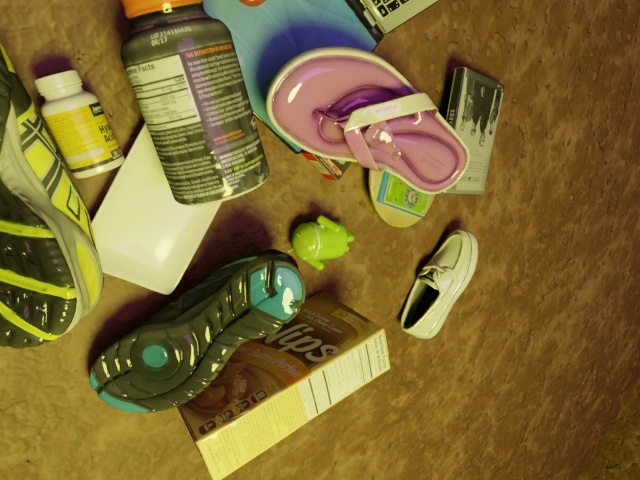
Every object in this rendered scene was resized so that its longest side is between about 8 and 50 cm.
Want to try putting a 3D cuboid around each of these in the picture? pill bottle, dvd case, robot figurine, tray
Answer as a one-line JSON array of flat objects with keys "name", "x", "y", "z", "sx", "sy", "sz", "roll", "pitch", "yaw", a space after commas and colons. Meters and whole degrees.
[{"name": "pill bottle", "x": -0.291, "y": -0.139, "z": 0.530, "sx": 0.065, "sy": 0.065, "sz": 0.116, "roll": -28, "pitch": 118, "yaw": -24}, {"name": "dvd case", "x": 0.312, "y": -0.216, "z": 0.914, "sx": 0.179, "sy": 0.029, "sz": 0.239, "roll": -5, "pitch": 107, "yaw": -45}, {"name": "robot figurine", "x": 0.000, "y": 0.000, "z": 0.764, "sx": 0.115, "sy": 0.067, "sz": 0.101, "roll": -5, "pitch": 136, "yaw": -34}, {"name": "pill bottle", "x": -0.154, "y": -0.176, "z": 0.534, "sx": 0.130, "sy": 0.130, "sz": 0.246, "roll": -25, "pitch": 116, "yaw": -26}, {"name": "tray", "x": -0.216, "y": -0.068, "z": 0.623, "sx": 0.145, "sy": 0.030, "sz": 0.270, "roll": 29, "pitch": 87, "yaw": -37}]

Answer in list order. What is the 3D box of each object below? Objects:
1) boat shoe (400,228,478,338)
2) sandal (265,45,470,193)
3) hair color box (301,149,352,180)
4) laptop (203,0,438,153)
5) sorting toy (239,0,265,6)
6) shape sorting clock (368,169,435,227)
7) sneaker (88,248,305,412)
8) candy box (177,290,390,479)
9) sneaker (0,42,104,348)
[{"name": "boat shoe", "x": 0.253, "y": 0.090, "z": 0.944, "sx": 0.084, "sy": 0.095, "sz": 0.258, "roll": 21, "pitch": 90, "yaw": -40}, {"name": "sandal", "x": 0.114, "y": -0.170, "z": 0.688, "sx": 0.416, "sy": 0.102, "sz": 0.169, "roll": 12, "pitch": 118, "yaw": -36}, {"name": "hair color box", "x": 0.039, "y": -0.180, "z": 0.752, "sx": 0.072, "sy": 0.043, "sz": 0.141, "roll": 41, "pitch": 79, "yaw": -34}, {"name": "laptop", "x": 0.015, "y": -0.385, "z": 0.567, "sx": 0.382, "sy": 0.407, "sz": 0.236, "roll": 39, "pitch": 47, "yaw": -36}, {"name": "sorting toy", "x": -0.107, "y": -0.335, "z": 0.539, "sx": 0.061, "sy": 0.042, "sz": 0.102, "roll": -37, "pitch": 117, "yaw": -6}, {"name": "shape sorting clock", "x": 0.165, "y": -0.128, "z": 0.853, "sx": 0.206, "sy": 0.040, "sz": 0.206, "roll": -7, "pitch": 103, "yaw": -36}, {"name": "sneaker", "x": -0.172, "y": 0.130, "z": 0.652, "sx": 0.340, "sy": 0.140, "sz": 0.125, "roll": -30, "pitch": 106, "yaw": 1}, {"name": "candy box", "x": -0.068, "y": 0.210, "z": 0.709, "sx": 0.316, "sy": 0.183, "sz": 0.088, "roll": -25, "pitch": 117, "yaw": -26}, {"name": "sneaker", "x": -0.354, "y": -0.078, "z": 0.474, "sx": 0.145, "sy": 0.147, "sz": 0.385, "roll": -16, "pitch": 96, "yaw": -4}]
